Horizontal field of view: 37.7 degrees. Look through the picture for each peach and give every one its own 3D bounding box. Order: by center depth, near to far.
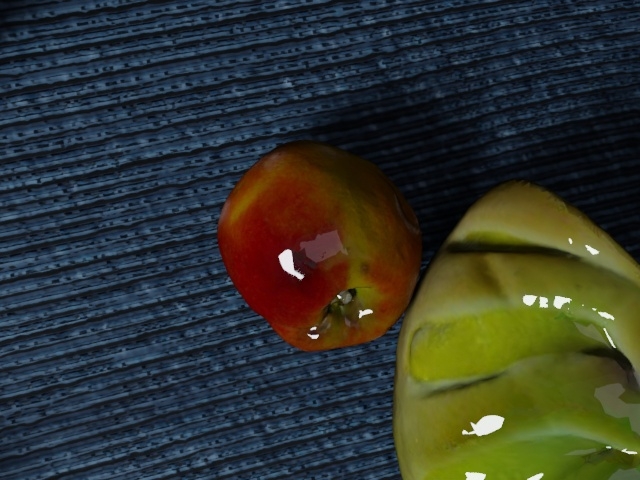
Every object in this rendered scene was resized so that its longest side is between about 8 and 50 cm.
[{"bbox_3d":[0.000,0.000,0.472,0.101,0.101,0.100,0,90,-12],"label":"peach"}]

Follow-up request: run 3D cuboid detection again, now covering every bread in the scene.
[{"bbox_3d":[0.124,0.113,0.466,0.156,0.158,0.260,-41,96,-5],"label":"bread"}]
